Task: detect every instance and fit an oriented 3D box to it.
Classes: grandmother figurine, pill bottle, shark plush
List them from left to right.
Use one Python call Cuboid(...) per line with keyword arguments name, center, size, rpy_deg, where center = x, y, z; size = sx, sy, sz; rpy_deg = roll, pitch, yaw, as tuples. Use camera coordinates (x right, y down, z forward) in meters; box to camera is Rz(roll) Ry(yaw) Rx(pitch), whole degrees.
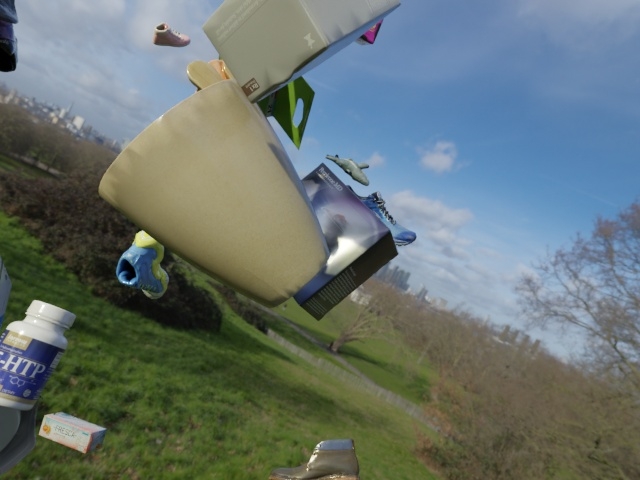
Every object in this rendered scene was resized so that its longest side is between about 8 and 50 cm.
Cuboid(name="pill bottle", center=(-0.563, 0.217, 0.801), size=(0.112, 0.186, 0.112), rpy_deg=(15, -25, 7))
Cuboid(name="grandmother figurine", center=(-0.237, -0.217, 0.831), size=(0.208, 0.103, 0.342), rpy_deg=(-15, -12, -37))
Cuboid(name="shark plush", center=(0.093, -0.236, 1.333), size=(0.161, 0.073, 0.067), rpy_deg=(38, 36, -23))

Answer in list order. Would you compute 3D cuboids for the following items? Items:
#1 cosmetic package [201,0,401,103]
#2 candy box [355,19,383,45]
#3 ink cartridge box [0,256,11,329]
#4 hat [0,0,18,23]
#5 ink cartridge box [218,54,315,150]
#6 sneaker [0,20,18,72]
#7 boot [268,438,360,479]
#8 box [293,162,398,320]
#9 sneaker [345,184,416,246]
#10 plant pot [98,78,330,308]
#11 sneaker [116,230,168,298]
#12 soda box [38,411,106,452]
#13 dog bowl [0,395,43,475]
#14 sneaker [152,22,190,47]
Cuboid(name="cosmetic package", center=(-0.010, -0.268, 0.494), size=(0.127, 0.238, 0.107), rpy_deg=(-19, -69, 39))
Cuboid(name="candy box", center=(0.082, -0.562, 0.873), size=(0.159, 0.233, 0.071), rpy_deg=(17, 15, -28))
Cuboid(name="ink cartridge box", center=(-0.996, 0.157, 1.178), size=(0.129, 0.223, 0.307), rpy_deg=(7, -32, -25))
Cuboid(name="hat", center=(-0.708, -0.553, 0.751), size=(0.134, 0.331, 0.331), rpy_deg=(-19, 0, -9))
Cuboid(name="ink cartridge box", center=(-0.136, -0.351, 0.976), size=(0.255, 0.097, 0.188), rpy_deg=(54, -31, 19))
Cuboid(name="sneaker", center=(-0.795, -0.462, 1.010), size=(0.107, 0.124, 0.283), rpy_deg=(-11, 6, -33))
Cuboid(name="boot", center=(-0.014, 0.541, 1.015), size=(0.220, 0.106, 0.082), rpy_deg=(2, -32, 1))
Cuboid(name="box", center=(0.000, 0.000, 1.134), size=(0.296, 0.294, 0.182), rpy_deg=(49, -4, 28))
Cuboid(name="sneaker", center=(0.197, -0.092, 1.477), size=(0.330, 0.147, 0.130), rpy_deg=(30, 16, 9))
Cuboid(name="plant pot", center=(-0.119, -0.041, 0.613), size=(0.274, 0.256, 0.256), rpy_deg=(49, -4, -7))
Cuboid(name="sneaker", center=(-0.455, 0.087, 1.039), size=(0.091, 0.240, 0.126), rpy_deg=(21, 42, 10))
Cuboid(name="soda box", center=(-0.725, 0.560, 1.216), size=(0.183, 0.058, 0.063), rpy_deg=(10, -10, 17))
Cuboid(name="dog bowl", center=(-0.768, 0.378, 0.846), size=(0.102, 0.348, 0.349), rpy_deg=(38, 7, 39))
Cuboid(name="sneaker", center=(-0.528, -0.733, 1.479), size=(0.135, 0.070, 0.050), rpy_deg=(-14, 64, -29))
